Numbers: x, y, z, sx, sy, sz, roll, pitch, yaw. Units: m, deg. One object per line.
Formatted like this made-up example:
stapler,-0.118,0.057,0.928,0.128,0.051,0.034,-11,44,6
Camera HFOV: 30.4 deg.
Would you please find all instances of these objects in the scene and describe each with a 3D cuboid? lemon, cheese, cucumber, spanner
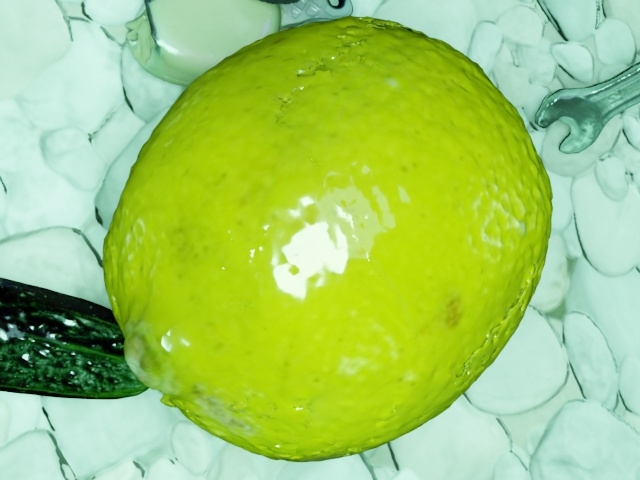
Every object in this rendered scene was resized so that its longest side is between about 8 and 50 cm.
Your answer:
lemon,0.000,0.000,0.721,0.258,0.258,0.310,52,50,-5
cheese,-0.059,-0.169,0.849,0.171,0.047,0.092,-33,94,-25
cucumber,-0.212,0.054,0.725,0.242,0.074,0.074,12,74,-20
spanner,0.309,-0.155,0.919,0.302,0.017,0.071,-30,126,10

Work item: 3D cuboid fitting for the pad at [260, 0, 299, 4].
pad,0.017,-0.368,0.889,0.375,0.063,0.315,-38,76,-7
